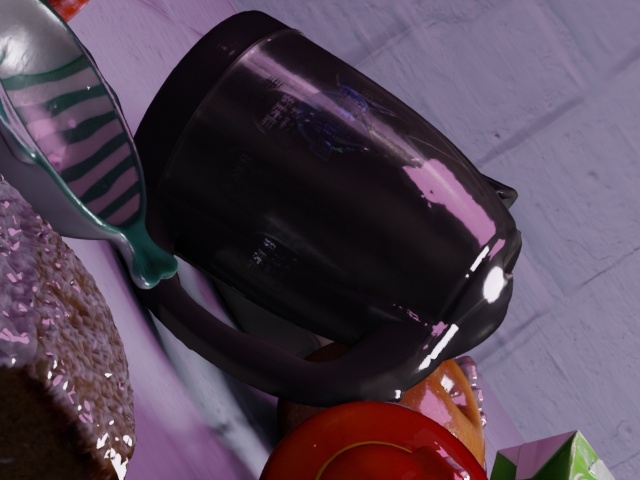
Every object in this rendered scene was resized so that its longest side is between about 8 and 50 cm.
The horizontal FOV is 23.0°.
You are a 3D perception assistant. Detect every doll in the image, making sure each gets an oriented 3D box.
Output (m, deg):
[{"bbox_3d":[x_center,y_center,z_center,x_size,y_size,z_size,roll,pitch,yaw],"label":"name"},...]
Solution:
[{"bbox_3d":[0.038,0.198,1.076,0.182,0.160,0.363,55,-11,8],"label":"doll"}]

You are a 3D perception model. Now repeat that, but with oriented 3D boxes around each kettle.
[{"bbox_3d":[0.000,0.000,1.320,0.324,0.321,0.228,32,-41,15],"label":"kettle"}]

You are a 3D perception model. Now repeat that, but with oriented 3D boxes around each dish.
[{"bbox_3d":[-0.196,-0.064,1.090,0.246,0.078,0.224,62,13,-2],"label":"dish"}]

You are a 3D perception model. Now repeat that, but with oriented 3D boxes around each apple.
[{"bbox_3d":[0.061,0.169,1.412,0.201,0.162,0.201,56,6,-9],"label":"apple"}]

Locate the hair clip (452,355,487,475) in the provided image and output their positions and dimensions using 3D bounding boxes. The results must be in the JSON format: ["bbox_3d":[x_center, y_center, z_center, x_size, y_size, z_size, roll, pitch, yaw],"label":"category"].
[{"bbox_3d":[0.156,0.251,1.717,0.173,0.069,0.300,-134,-155,-61],"label":"hair clip"}]

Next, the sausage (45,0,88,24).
[{"bbox_3d":[-0.217,-0.164,1.169,0.048,0.145,0.050,52,11,8],"label":"sausage"}]

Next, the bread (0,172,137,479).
[{"bbox_3d":[-0.232,-0.041,0.687,0.416,0.113,0.165,52,10,-29],"label":"bread"}]

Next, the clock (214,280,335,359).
[{"bbox_3d":[-0.022,0.046,1.621,0.265,0.109,0.324,61,9,18],"label":"clock"}]

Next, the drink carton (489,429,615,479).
[{"bbox_3d":[0.228,0.337,1.518,0.161,0.108,0.271,53,37,-26],"label":"drink carton"}]
